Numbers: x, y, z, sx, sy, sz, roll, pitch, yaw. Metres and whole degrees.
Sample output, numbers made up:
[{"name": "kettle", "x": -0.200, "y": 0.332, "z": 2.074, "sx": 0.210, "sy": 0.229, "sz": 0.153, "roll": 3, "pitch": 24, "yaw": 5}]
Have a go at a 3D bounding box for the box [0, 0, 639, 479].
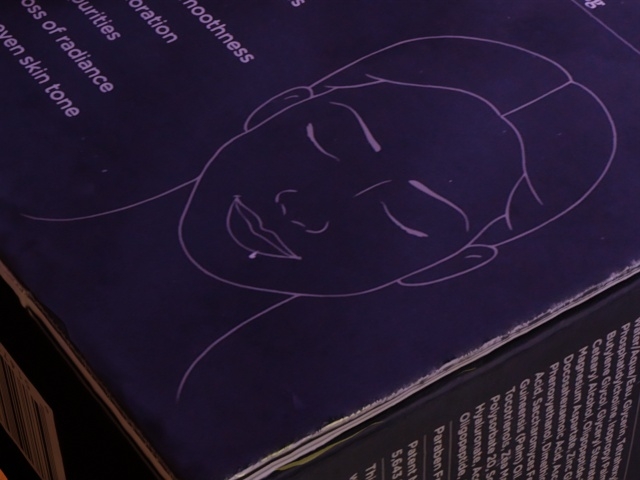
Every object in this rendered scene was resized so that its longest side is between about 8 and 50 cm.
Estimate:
[{"name": "box", "x": 0.000, "y": 0.000, "z": 1.253, "sx": 0.471, "sy": 0.480, "sz": 0.297, "roll": -27, "pitch": 141, "yaw": -22}]
